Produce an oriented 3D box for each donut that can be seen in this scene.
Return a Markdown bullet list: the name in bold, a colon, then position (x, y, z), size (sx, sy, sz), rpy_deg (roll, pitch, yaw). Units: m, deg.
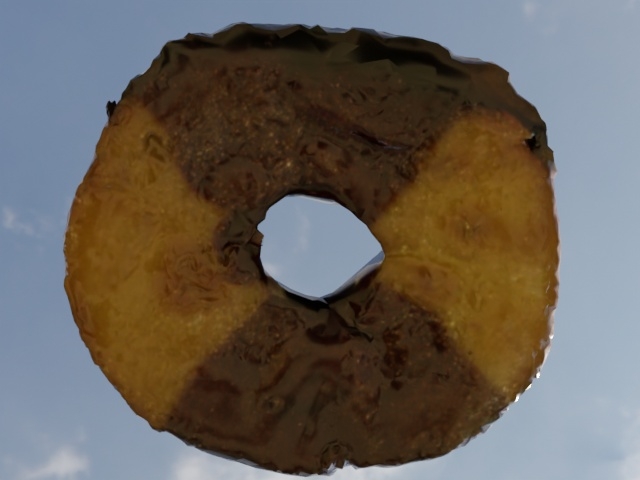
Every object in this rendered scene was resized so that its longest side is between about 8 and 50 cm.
- **donut**: position (0.000, 0.000, 0.367), size (0.140, 0.059, 0.140), rpy_deg (0, -83, 0)
